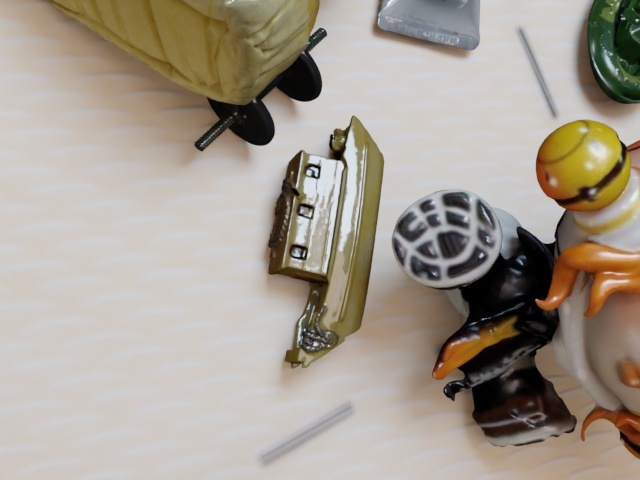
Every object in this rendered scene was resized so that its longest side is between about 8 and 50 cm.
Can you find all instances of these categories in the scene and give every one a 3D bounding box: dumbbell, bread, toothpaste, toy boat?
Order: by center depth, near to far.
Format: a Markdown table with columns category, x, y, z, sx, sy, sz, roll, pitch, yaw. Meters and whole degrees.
| category | x | y | z | sx | sy | sz | roll | pitch | yaw |
| --- | --- | --- | --- | --- | --- | --- | --- | --- | --- |
| bread | -0.111 | -0.196 | 0.590 | 0.236 | 0.140 | 0.106 | 32 | 66 | 12 |
| dumbbell | -0.044 | -0.118 | 0.662 | 0.069 | 0.069 | 0.147 | 46 | 68 | -9 |
| toy boat | 0.000 | 0.000 | 0.667 | 0.077 | 0.057 | 0.200 | 12 | 78 | -15 |
| toothpaste | 0.110 | -0.333 | 0.768 | 0.100 | 0.066 | 0.323 | 8 | 83 | -20 |
| toy boat | 0.313 | -0.220 | 0.831 | 0.104 | 0.052 | 0.210 | 35 | 69 | -16 |

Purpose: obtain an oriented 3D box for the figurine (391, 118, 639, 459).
| category | x | y | z | sx | sy | sz | roll | pitch | yaw |
| --- | --- | --- | --- | --- | --- | --- | --- | --- | --- |
| figurine | 0.238 | 0.027 | 0.618 | 0.196 | 0.323 | 0.320 | -74 | 146 | -45 |
